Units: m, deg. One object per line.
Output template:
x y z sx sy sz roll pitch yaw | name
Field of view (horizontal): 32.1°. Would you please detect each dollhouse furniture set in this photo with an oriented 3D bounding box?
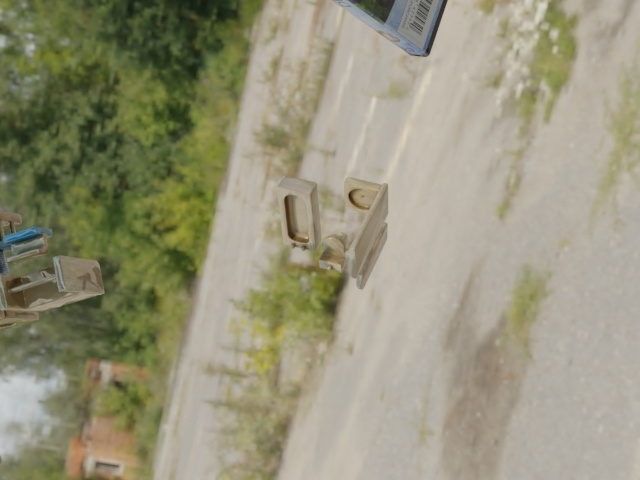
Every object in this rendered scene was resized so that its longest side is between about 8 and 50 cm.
0.000 0.000 1.486 0.144 0.151 0.123 85 -155 -47 | dollhouse furniture set
-0.330 0.018 1.221 0.129 0.183 0.129 14 -118 -69 | dollhouse furniture set

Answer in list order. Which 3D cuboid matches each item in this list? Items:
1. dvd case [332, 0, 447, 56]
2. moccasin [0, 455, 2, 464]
0.024 -0.251 0.730 0.022 0.253 0.180 15 84 42 | dvd case
-0.451 0.322 1.032 0.139 0.147 0.380 -29 20 53 | moccasin
